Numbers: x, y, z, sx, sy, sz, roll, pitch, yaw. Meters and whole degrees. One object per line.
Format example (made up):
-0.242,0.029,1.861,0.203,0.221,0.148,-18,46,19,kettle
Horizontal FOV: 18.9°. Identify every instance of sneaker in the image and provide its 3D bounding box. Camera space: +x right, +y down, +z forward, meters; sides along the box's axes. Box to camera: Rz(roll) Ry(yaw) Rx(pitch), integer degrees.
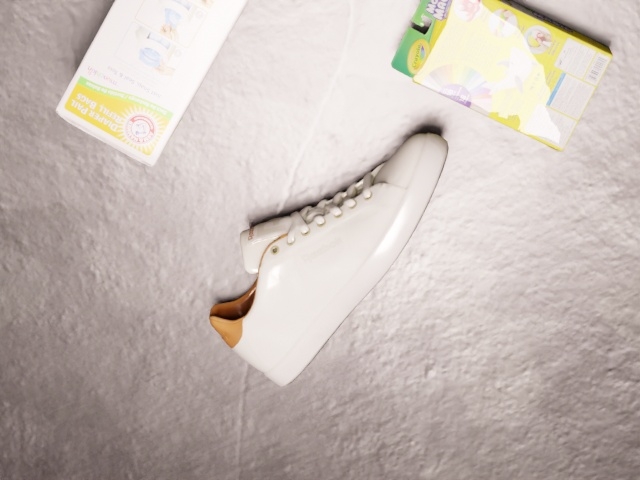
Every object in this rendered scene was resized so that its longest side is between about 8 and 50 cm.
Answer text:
0.000,0.000,1.785,0.123,0.106,0.290,35,107,-9,sneaker

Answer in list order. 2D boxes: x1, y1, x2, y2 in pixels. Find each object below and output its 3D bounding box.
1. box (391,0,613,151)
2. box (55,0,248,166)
0.164,-0.166,1.759,0.179,0.043,0.105,25,107,-6,box
-0.141,-0.187,1.736,0.103,0.114,0.203,29,107,-6,box
